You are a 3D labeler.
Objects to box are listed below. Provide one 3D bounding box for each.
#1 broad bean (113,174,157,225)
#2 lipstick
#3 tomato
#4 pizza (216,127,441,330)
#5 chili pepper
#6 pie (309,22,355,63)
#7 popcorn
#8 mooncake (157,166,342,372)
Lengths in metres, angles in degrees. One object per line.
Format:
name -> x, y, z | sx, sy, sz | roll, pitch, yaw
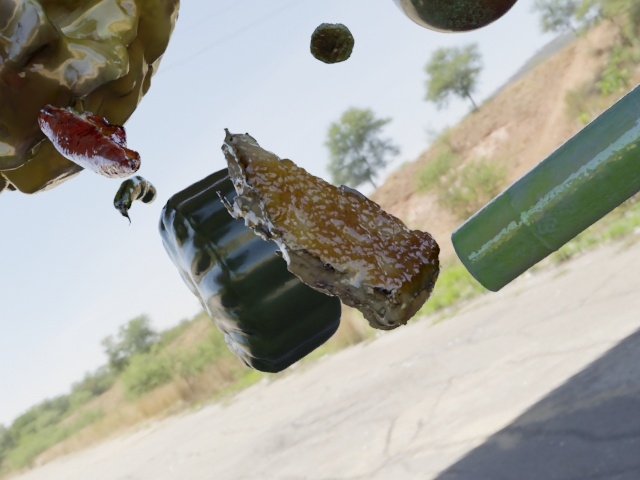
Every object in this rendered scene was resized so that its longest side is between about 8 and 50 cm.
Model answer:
broad bean -> -0.323, -0.079, 1.543 | 0.039, 0.069, 0.227 | -8, 12, 4
lipstick -> 0.245, -0.069, 0.744 | 0.304, 0.076, 0.076 | -39, -6, 24
tomato -> 0.226, -0.498, 1.543 | 0.222, 0.270, 0.270 | -10, -17, -46
pizza -> 0.000, 0.000, 0.746 | 0.069, 0.226, 0.147 | -58, 11, 33
chili pepper -> -0.131, -0.056, 0.518 | 0.045, 0.027, 0.178 | 13, 9, -33
pie -> 0.021, -0.358, 1.609 | 0.084, 0.084, 0.020 | -31, 28, 9
popcorn -> -0.350, -0.250, 0.990 | 0.390, 0.344, 0.354 | -65, 7, -31
mooncake -> -0.122, 0.053, 1.473 | 0.187, 0.351, 0.351 | -30, -3, -18
